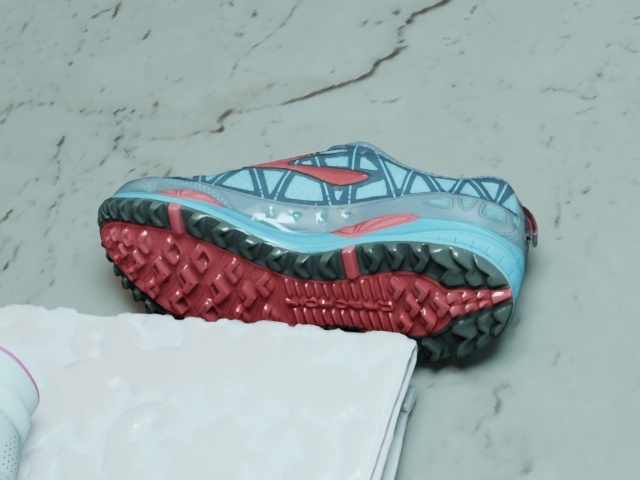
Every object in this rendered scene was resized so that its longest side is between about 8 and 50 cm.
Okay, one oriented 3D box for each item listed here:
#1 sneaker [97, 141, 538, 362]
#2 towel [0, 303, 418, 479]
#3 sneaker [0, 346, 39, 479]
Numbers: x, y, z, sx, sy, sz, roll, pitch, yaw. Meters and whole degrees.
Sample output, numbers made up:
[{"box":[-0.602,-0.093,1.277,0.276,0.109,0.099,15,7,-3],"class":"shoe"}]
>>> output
[{"box":[0.000,0.000,1.155,0.262,0.104,0.125,9,37,20],"class":"sneaker"},{"box":[-0.133,0.175,1.062,0.332,0.053,0.317,4,52,23],"class":"towel"},{"box":[-0.271,0.135,1.041,0.252,0.103,0.111,-16,46,7],"class":"sneaker"}]
